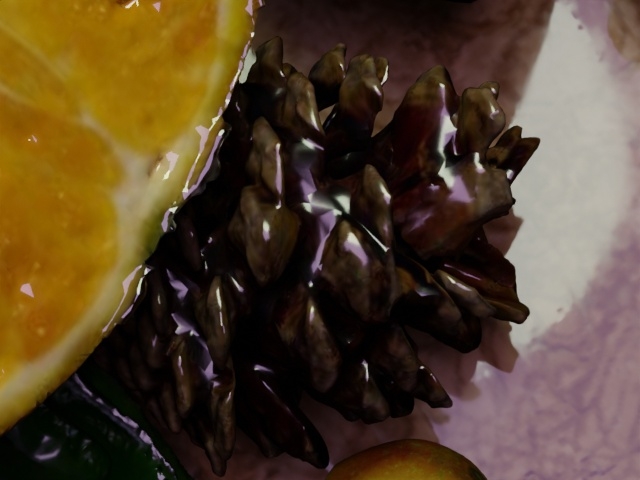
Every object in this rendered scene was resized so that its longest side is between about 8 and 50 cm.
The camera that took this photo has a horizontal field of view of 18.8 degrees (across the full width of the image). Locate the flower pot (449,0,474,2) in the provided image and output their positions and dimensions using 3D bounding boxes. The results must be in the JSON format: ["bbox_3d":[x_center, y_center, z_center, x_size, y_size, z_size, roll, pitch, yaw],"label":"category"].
[{"bbox_3d":[-0.012,-0.265,0.849,0.267,0.266,0.267,18,77,2],"label":"flower pot"}]

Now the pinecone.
[{"bbox_3d":[-0.003,0.005,0.840,0.204,0.179,0.184,3,97,-14],"label":"pinecone"}]

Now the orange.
[{"bbox_3d":[-0.171,-0.064,0.690,0.274,0.274,0.310,4,53,4],"label":"orange"}]

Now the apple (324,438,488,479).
[{"bbox_3d":[0.036,0.143,0.833,0.099,0.102,0.114,29,78,11],"label":"apple"}]

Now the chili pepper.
[{"bbox_3d":[-0.100,0.122,0.868,0.108,0.062,0.216,-45,79,15],"label":"chili pepper"}]
